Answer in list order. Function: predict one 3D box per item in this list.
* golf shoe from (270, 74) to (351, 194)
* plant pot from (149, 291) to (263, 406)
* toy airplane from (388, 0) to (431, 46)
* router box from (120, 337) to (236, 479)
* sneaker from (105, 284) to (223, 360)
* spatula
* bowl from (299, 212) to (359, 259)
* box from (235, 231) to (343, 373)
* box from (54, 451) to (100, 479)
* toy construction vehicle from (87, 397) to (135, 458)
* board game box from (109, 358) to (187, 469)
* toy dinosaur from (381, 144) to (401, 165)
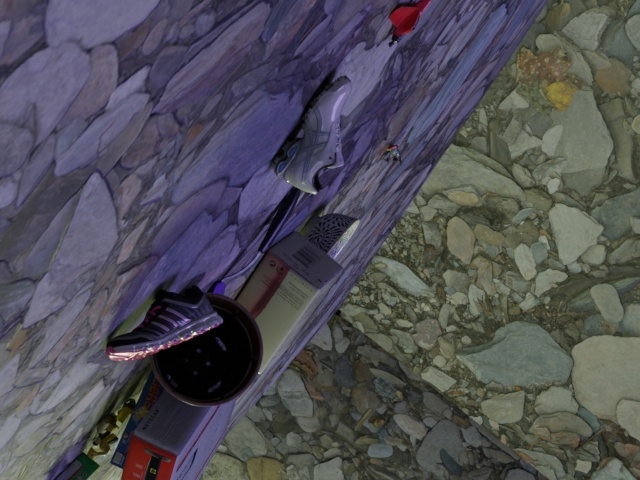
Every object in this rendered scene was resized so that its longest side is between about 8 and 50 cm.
[{"bbox_3d":[0.009,-0.145,1.341,0.176,0.086,0.069,-57,170,26],"label":"golf shoe"},{"bbox_3d":[-0.181,0.177,1.467,0.167,0.167,0.165,-50,179,-19],"label":"plant pot"},{"bbox_3d":[0.148,-0.350,1.430,0.151,0.028,0.151,-50,172,-10],"label":"toy airplane"},{"bbox_3d":[-0.236,0.340,1.660,0.335,0.082,0.301,-57,169,-54],"label":"router box"},{"bbox_3d":[-0.216,0.107,1.280,0.170,0.075,0.063,-19,173,-34],"label":"sneaker"},{"bbox_3d":[-0.121,0.033,1.609,0.296,0.030,0.084,-52,174,-2],"label":"spatula"},{"bbox_3d":[0.000,0.000,2.010,0.170,0.080,0.170,-51,172,-10],"label":"bowl"},{"bbox_3d":[-0.083,0.120,1.889,0.232,0.127,0.148,-55,173,24],"label":"box"},{"bbox_3d":[-0.431,0.437,1.597,0.105,0.043,0.179,-45,168,-46],"label":"box"},{"bbox_3d":[-0.340,0.312,1.580,0.086,0.035,0.098,-54,173,13],"label":"toy construction vehicle"},{"bbox_3d":[-0.280,0.279,1.619,0.136,0.035,0.201,18,97,-84],"label":"board game box"},{"bbox_3d":[0.169,-0.214,2.281,0.082,0.047,0.090,99,-4,-58],"label":"toy dinosaur"}]
